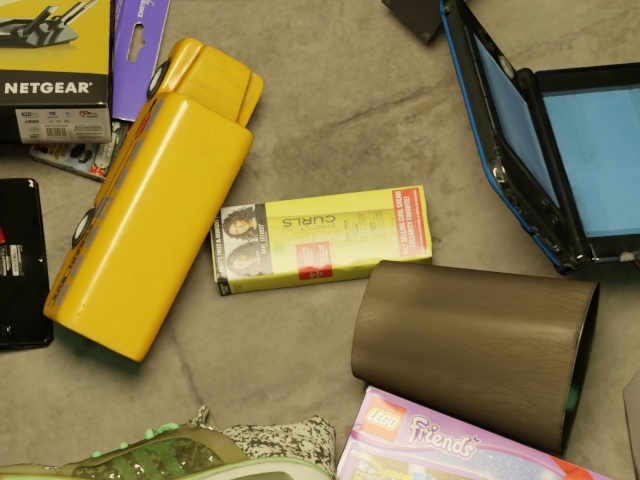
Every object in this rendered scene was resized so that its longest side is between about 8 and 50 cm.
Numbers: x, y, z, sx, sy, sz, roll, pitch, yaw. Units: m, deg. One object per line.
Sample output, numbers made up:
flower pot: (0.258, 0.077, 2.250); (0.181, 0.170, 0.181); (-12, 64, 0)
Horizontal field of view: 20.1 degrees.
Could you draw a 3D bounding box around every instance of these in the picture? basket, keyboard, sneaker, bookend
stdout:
basket: (0.157, 0.107, 1.849); (0.226, 0.204, 0.154); (13, 43, 14)
keyboard: (-0.347, 0.026, 1.952); (0.100, 0.038, 0.192); (0, 72, -23)
sneaker: (-0.158, 0.251, 1.850); (0.410, 0.158, 0.182); (-1, 34, 12)
bookend: (0.167, -0.313, 1.994); (0.072, 0.156, 0.157); (44, 124, 11)

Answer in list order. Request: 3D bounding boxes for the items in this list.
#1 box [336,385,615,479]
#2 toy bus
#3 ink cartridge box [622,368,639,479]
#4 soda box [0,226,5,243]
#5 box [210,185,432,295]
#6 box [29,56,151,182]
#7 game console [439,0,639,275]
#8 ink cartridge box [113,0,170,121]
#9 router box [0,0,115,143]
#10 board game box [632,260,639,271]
box: (0.149, 0.295, 1.850); (0.293, 0.057, 0.201); (21, 78, 7)
toy bus: (-0.168, -0.046, 1.887); (0.108, 0.130, 0.333); (28, 83, -17)
ink cartridge box: (0.423, 0.203, 1.759); (0.198, 0.270, 0.197); (-7, 75, -1)
soda box: (-0.424, -0.105, 1.930); (0.092, 0.083, 0.263); (-22, 64, -5)
box: (0.000, 0.000, 1.931); (0.232, 0.058, 0.087); (-5, 74, -1)
box: (-0.252, -0.139, 1.988); (0.094, 0.027, 0.137); (18, 76, 8)
game console: (0.270, -0.126, 1.850); (0.173, 0.250, 0.293); (-28, 44, 17)
ink cartridge box: (-0.278, -0.237, 1.983); (0.208, 0.045, 0.206); (8, 62, 0)
router box: (-0.370, -0.222, 1.896); (0.308, 0.081, 0.243); (-1, 61, -3)
board game box: (0.430, -0.085, 1.962); (0.281, 0.027, 0.145); (-35, 79, -8)
